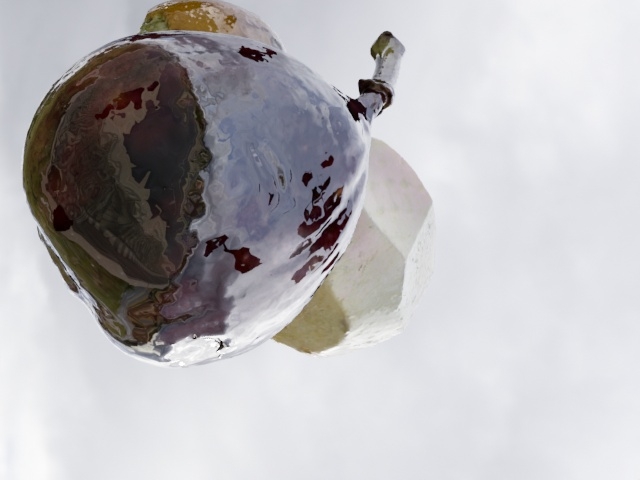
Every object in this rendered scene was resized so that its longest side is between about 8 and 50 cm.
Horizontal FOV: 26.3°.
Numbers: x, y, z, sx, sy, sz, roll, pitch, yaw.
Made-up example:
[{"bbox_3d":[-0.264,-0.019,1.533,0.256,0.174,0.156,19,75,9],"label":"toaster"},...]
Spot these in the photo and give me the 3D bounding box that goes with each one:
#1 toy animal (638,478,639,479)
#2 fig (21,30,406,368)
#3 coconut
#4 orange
[{"bbox_3d":[0.415,0.243,1.203,0.166,0.250,0.154,-46,-162,19],"label":"toy animal"},{"bbox_3d":[-0.039,-0.039,0.778,0.204,0.249,0.186,82,-13,-66],"label":"fig"},{"bbox_3d":[0.000,0.000,1.303,0.197,0.237,0.237,54,-23,-16],"label":"coconut"},{"bbox_3d":[-0.083,-0.143,1.178,0.160,0.112,0.170,58,11,-26],"label":"orange"}]
